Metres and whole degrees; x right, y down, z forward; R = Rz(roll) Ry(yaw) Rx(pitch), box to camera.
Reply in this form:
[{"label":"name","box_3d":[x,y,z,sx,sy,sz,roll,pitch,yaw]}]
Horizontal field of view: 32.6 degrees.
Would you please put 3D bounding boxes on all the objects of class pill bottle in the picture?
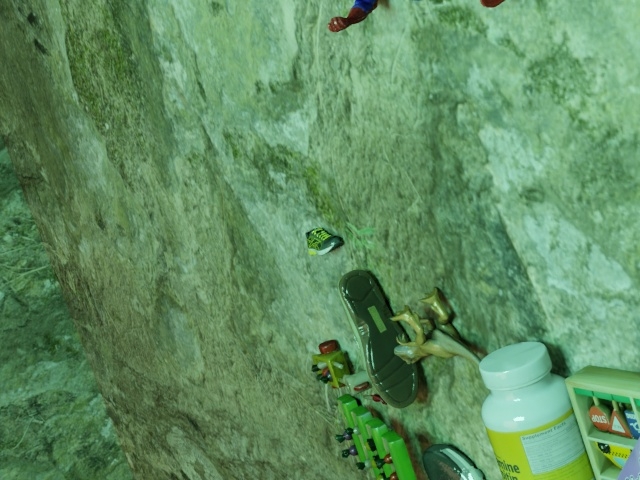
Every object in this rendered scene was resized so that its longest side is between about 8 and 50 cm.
[{"label":"pill bottle","box_3d":[0.232,0.206,1.167,0.103,0.103,0.184,1,114,61]}]

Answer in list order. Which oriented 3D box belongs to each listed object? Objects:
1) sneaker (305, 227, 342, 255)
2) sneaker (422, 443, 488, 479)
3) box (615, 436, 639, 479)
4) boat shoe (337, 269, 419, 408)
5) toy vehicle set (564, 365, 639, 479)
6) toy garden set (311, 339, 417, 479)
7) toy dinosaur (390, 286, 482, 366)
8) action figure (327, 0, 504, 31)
[{"label":"sneaker","box_3d":[0.000,0.000,1.480,0.083,0.031,0.035,-10,104,63]},{"label":"sneaker","box_3d":[0.173,0.378,1.392,0.229,0.132,0.086,54,152,19]},{"label":"box","box_3d":[0.331,0.233,0.883,0.293,0.057,0.201,89,161,-55]},{"label":"boat shoe","box_3d":[0.075,0.129,1.440,0.072,0.068,0.190,138,113,-76]},{"label":"toy vehicle set","box_3d":[0.355,0.211,1.027,0.267,0.035,0.166,0,113,61]},{"label":"toy garden set","box_3d":[0.054,0.257,1.526,0.244,0.049,0.204,-160,51,-73]},{"label":"toy dinosaur","box_3d":[0.149,0.120,1.308,0.112,0.064,0.211,55,163,-14]},{"label":"action figure","box_3d":[0.047,-0.255,1.064,0.280,0.139,0.092,18,128,58]}]
